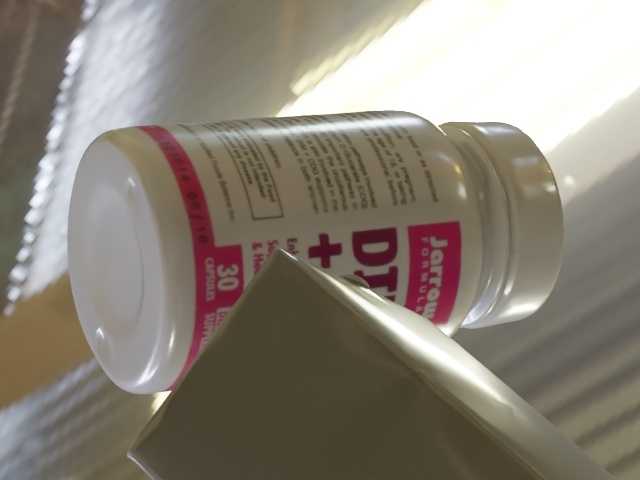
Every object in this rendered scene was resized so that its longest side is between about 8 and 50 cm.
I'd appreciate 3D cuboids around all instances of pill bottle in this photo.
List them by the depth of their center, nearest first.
[{"bbox_3d":[0.000,0.000,1.103,0.160,0.283,0.160,21,-66,59],"label":"pill bottle"}]

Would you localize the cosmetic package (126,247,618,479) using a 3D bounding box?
[{"bbox_3d":[0.060,0.115,0.603,0.238,0.127,0.107,37,-84,35],"label":"cosmetic package"}]
